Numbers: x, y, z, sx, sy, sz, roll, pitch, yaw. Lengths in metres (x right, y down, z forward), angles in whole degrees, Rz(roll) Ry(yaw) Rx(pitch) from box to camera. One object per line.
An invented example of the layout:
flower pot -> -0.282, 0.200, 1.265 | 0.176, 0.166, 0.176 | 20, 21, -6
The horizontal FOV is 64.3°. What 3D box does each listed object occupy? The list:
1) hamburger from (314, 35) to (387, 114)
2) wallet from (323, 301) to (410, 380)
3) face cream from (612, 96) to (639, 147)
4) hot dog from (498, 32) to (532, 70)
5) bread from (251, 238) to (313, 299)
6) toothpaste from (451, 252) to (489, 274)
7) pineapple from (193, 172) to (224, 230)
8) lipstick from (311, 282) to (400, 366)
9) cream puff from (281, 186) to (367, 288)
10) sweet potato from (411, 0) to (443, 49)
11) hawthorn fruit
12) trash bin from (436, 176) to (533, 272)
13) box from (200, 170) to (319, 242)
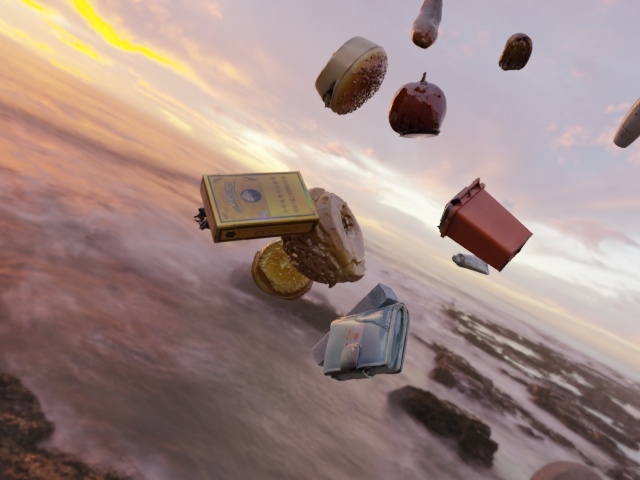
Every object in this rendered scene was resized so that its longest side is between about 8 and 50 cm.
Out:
hamburger -> 0.123, -0.600, 1.882 | 0.176, 0.300, 0.300 | 48, 7, 7
wallet -> 0.110, 0.260, 1.288 | 0.075, 0.176, 0.250 | 28, -31, -28
face cream -> 0.878, -0.337, 1.404 | 0.051, 0.182, 0.072 | -13, 56, -18
hot dog -> 0.682, -0.653, 1.787 | 0.099, 0.065, 0.147 | 7, -33, -2
bread -> -0.141, 0.111, 2.044 | 0.268, 0.268, 0.145 | 27, -12, -6
toothpaste -> 0.485, 0.071, 1.634 | 0.037, 0.067, 0.255 | -24, -22, 36
pineapple -> -0.403, -0.133, 1.921 | 0.125, 0.251, 0.125 | 18, 42, -17
lipstick -> 0.102, 0.262, 1.546 | 0.068, 0.317, 0.066 | 25, 26, -44
cream puff -> 0.000, 0.000, 1.686 | 0.343, 0.231, 0.327 | 58, 20, -21
sweet potato -> 0.370, -0.763, 1.750 | 0.097, 0.292, 0.097 | 13, -26, 6
hawthorn fruit -> 0.363, -0.502, 1.906 | 0.215, 0.250, 0.215 | 5, 28, -2
trash bin -> 0.476, -0.043, 1.465 | 0.238, 0.161, 0.184 | 42, -22, 23
box -> -0.176, -0.103, 1.463 | 0.301, 0.084, 0.193 | -6, 55, -25
